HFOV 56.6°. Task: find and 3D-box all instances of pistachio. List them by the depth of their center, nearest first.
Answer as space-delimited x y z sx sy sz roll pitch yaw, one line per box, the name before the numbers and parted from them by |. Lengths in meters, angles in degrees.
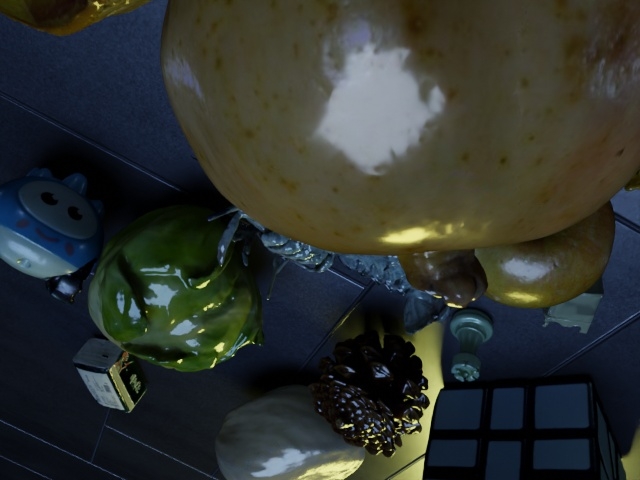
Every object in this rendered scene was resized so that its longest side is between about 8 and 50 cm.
pistachio | -0.060 0.400 1.180 0.331 0.208 0.226 -19 101 18

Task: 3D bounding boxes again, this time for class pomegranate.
pomegranate | 0.078 -0.141 0.478 0.411 0.412 0.412 11 135 12

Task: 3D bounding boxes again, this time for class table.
table | 0.335 0.068 0.799 0.062 0.079 0.083 8 135 13

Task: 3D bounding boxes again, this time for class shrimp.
shrimp | -0.002 -0.004 0.823 0.410 0.166 0.221 23 135 -18

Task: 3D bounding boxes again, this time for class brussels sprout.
brussels sprout | -0.223 0.081 0.928 0.294 0.227 0.259 -25 125 23

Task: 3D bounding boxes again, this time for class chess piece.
chess piece | 0.229 0.163 0.914 0.067 0.103 0.067 11 134 11

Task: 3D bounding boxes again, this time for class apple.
apple | 0.248 -0.003 0.710 0.182 0.183 0.155 6 163 16

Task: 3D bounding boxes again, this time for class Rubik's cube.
Rubik's cube | 0.346 0.429 0.990 0.283 0.294 0.289 -14 123 29

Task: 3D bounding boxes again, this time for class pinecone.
pinecone | 0.088 0.240 0.981 0.207 0.208 0.208 11 135 12

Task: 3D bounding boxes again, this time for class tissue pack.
tissue pack | -0.471 0.303 1.338 0.103 0.091 0.170 9 132 14

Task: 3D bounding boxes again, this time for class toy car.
toy car | -0.431 -0.023 0.936 0.188 0.190 0.255 33 166 -21

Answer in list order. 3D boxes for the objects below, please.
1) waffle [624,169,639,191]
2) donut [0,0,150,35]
waffle | 0.442 -0.103 0.615 0.228 0.051 0.232 18 136 4
donut | -0.276 -0.369 0.576 0.329 0.160 0.330 13 128 17
